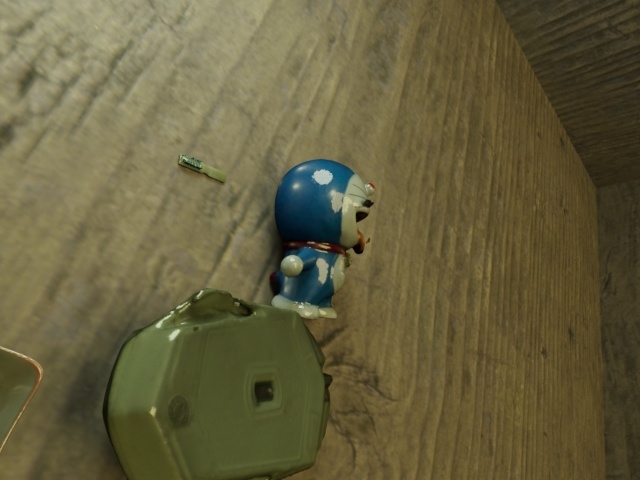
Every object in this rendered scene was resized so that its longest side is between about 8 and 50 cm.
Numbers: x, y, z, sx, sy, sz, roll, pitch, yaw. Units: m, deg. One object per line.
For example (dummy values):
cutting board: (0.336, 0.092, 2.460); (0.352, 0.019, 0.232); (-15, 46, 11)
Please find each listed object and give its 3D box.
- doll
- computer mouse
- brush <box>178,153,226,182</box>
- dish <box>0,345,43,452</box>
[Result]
doll: (0.000, 0.000, 0.833); (0.215, 0.161, 0.256); (25, 70, -75)
computer mouse: (-0.116, 0.193, 0.656); (0.429, 0.146, 0.228); (24, 54, -61)
brush: (-0.169, -0.105, 0.775); (0.084, 0.013, 0.016); (22, 61, -46)
dish: (-0.353, 0.174, 0.430); (0.151, 0.077, 0.212); (39, 53, -35)
